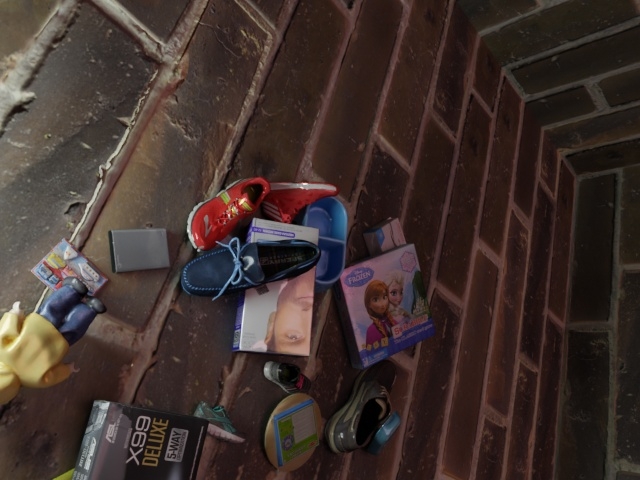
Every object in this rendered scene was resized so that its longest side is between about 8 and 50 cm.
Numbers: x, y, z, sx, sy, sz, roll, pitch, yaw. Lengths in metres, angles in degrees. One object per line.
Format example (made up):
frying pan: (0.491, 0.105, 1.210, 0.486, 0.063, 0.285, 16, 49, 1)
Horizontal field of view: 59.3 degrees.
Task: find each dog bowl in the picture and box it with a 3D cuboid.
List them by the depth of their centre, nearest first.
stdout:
dog bowl: (0.000, 0.000, 1.633, 0.165, 0.074, 0.298, 12, 73, -23)

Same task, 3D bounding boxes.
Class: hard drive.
hard drive: (-0.410, 0.021, 1.273, 0.135, 0.022, 0.094, -4, 86, -47)

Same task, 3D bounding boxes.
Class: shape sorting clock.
shape sorting clock: (-0.073, 0.518, 1.523, 0.206, 0.040, 0.206, 4, 84, -45)

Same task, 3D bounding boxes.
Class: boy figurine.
boy figurine: (-0.533, 0.205, 1.053, 0.177, 0.092, 0.285, 54, 53, -27)

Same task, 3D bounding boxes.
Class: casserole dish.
casserole dish: (0.197, 0.592, 1.711, 0.114, 0.037, 0.188, -39, 155, -35)

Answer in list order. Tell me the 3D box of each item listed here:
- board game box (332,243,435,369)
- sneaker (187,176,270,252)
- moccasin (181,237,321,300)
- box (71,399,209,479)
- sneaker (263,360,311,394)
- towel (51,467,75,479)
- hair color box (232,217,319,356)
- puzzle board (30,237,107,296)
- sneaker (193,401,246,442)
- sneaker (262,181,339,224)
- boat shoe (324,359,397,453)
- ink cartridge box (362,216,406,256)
board game box: (0.203, 0.203, 1.798, 0.318, 0.066, 0.318, -19, 96, -31)
sneaker: (-0.226, -0.081, 1.416, 0.107, 0.118, 0.279, 56, 48, -23)
moccasin: (-0.163, 0.044, 1.343, 0.341, 0.117, 0.138, -16, 82, -20)
box: (-0.379, 0.500, 1.146, 0.242, 0.076, 0.308, 27, 65, -39)
sneaker: (-0.074, 0.376, 1.524, 0.170, 0.074, 0.063, 39, 56, -35)
towel: (-0.449, 0.490, 1.151, 0.237, 0.021, 0.102, -19, 93, -46)
hair color box: (-0.114, 0.126, 1.460, 0.185, 0.110, 0.339, 9, 76, -18)
puzzle board: (-0.515, 0.072, 1.162, 0.128, 0.011, 0.096, 53, 50, -27)
sneaker: (-0.238, 0.437, 1.353, 0.166, 0.065, 0.076, 39, 53, -37)
sneaker: (-0.057, -0.100, 1.576, 0.087, 0.221, 0.128, -65, 156, -87)
boat shoe: (0.157, 0.506, 1.703, 0.355, 0.130, 0.132, -48, 117, -40)
ink cartridge box: (0.231, -0.011, 1.927, 0.180, 0.060, 0.104, -31, 105, -45)
